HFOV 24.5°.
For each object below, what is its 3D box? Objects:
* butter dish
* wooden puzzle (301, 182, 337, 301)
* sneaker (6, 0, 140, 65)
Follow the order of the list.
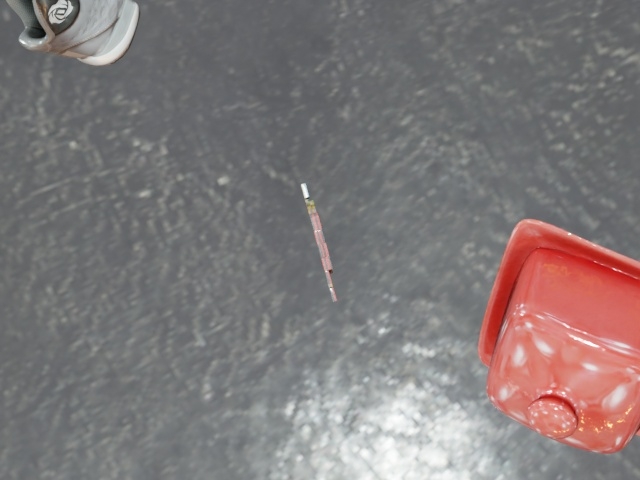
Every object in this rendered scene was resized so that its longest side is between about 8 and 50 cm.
[{"bbox_3d":[0.179,0.091,1.037,0.160,0.118,0.160,24,135,14],"label":"butter dish"},{"bbox_3d":[0.000,0.000,1.014,0.006,0.049,0.083,-15,109,-1],"label":"wooden puzzle"},{"bbox_3d":[-0.194,-0.253,1.194,0.086,0.132,0.229,26,108,35],"label":"sneaker"}]
